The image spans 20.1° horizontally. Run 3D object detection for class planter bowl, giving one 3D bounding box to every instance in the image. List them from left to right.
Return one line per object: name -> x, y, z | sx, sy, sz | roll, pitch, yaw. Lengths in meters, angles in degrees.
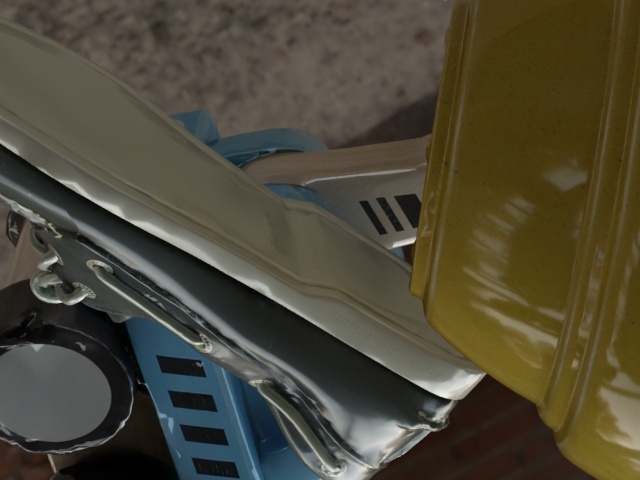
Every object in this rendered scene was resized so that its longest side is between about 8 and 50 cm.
planter bowl -> 0.079, -0.024, 0.584 | 0.090, 0.217, 0.217 | 9, 141, 4

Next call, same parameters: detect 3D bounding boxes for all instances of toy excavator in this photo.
toy excavator -> 0.000, 0.000, 1.158 | 0.445, 0.222, 0.433 | -10, 122, 7

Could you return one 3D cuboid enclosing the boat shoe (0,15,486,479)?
boat shoe -> -0.079, 0.006, 0.772 | 0.319, 0.116, 0.099 | 31, 111, -17
